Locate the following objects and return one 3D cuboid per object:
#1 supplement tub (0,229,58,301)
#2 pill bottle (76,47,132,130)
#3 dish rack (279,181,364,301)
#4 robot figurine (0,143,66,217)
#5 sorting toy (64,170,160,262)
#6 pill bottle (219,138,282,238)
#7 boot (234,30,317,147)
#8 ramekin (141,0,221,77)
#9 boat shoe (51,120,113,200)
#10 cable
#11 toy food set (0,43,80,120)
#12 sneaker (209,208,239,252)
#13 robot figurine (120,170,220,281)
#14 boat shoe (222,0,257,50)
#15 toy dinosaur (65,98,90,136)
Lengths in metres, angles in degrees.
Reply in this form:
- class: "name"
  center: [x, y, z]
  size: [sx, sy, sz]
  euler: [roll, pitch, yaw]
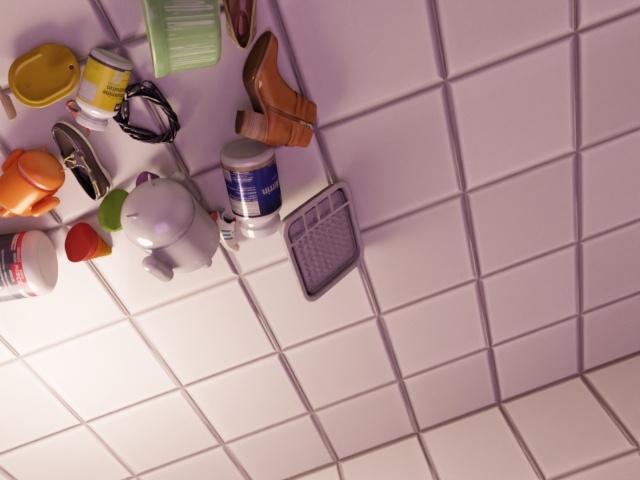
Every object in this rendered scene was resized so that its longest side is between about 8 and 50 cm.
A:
- class: "supplement tub"
  center: [-0.909, 0.080, 1.504]
  size: [0.272, 0.191, 0.191]
  euler: [-9, 125, -7]
- class: "pill bottle"
  center: [-0.544, -0.373, 1.328]
  size: [0.103, 0.103, 0.184]
  euler: [18, 112, -23]
- class: "dish rack"
  center: [0.000, 0.000, 1.676]
  size: [0.285, 0.072, 0.333]
  euler: [-39, 131, -27]
- class: "robot figurine"
  center: [-0.772, -0.151, 1.419]
  size: [0.219, 0.158, 0.128]
  euler: [-39, 139, 14]
- class: "sorting toy"
  center: [-0.578, -0.056, 1.565]
  size: [0.365, 0.127, 0.126]
  euler: [-39, 152, 11]
- class: "pill bottle"
  center: [-0.192, -0.146, 1.541]
  size: [0.153, 0.153, 0.265]
  euler: [-11, 126, -6]
- class: "boot"
  center: [-0.096, -0.391, 1.431]
  size: [0.220, 0.109, 0.284]
  euler: [6, 99, -33]
- class: "ramekin"
  center: [-0.315, -0.522, 1.179]
  size: [0.148, 0.303, 0.303]
  euler: [-10, 125, -16]
- class: "boat shoe"
  center: [-0.645, -0.210, 1.430]
  size: [0.081, 0.069, 0.228]
  euler: [-4, 131, 29]
- class: "cable"
  center: [-0.463, -0.325, 1.422]
  size: [0.150, 0.047, 0.184]
  euler: [-28, 125, 7]
- class: "toy food set"
  center: [-0.687, -0.395, 1.319]
  size: [0.217, 0.071, 0.128]
  euler: [-26, 101, 2]
- class: "sneaker"
  center: [-0.283, -0.031, 1.655]
  size: [0.075, 0.057, 0.161]
  euler: [-26, 122, 12]
- class: "robot figurine"
  center: [-0.408, -0.039, 1.468]
  size: [0.199, 0.300, 0.353]
  euler: [1, 156, 16]
- class: "boat shoe"
  center: [-0.190, -0.605, 1.270]
  size: [0.104, 0.089, 0.285]
  euler: [-9, 124, -6]
- class: "toy dinosaur"
  center: [-0.620, -0.325, 1.372]
  size: [0.047, 0.090, 0.082]
  euler: [-19, 170, 12]
